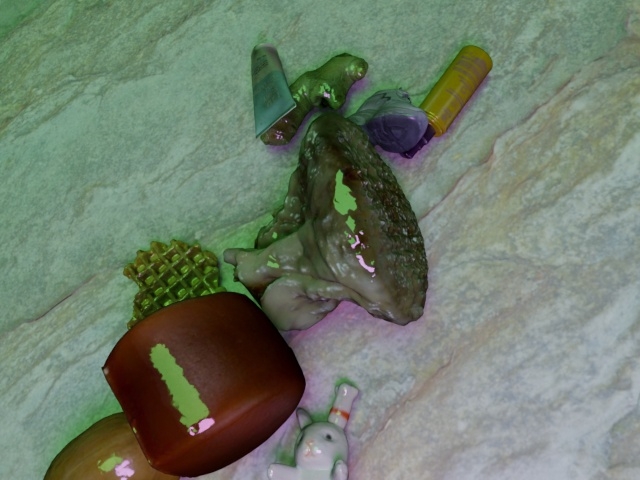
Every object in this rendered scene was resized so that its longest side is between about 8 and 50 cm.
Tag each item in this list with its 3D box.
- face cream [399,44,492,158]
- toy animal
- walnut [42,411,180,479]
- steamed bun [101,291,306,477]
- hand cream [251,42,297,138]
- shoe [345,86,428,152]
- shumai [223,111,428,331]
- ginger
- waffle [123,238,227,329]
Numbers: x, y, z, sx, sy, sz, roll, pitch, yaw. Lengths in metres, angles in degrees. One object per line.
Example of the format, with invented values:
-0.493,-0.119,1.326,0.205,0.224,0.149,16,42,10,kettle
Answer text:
0.254,-0.280,1.151,0.078,0.078,0.273,33,81,23,face cream
-0.006,0.378,0.934,0.141,0.138,0.282,-7,67,17,toy animal
-0.386,0.426,0.988,0.298,0.203,0.203,-33,65,6,walnut
-0.164,0.229,0.907,0.248,0.379,0.235,-33,69,-12,steamed bun
-0.116,-0.339,1.212,0.111,0.070,0.312,-35,38,19,hand cream
0.148,-0.256,1.121,0.137,0.095,0.245,-52,28,-13,shoe
0.000,0.000,1.005,0.323,0.324,0.397,-26,68,24,shumai
-0.019,-0.318,1.232,0.290,0.089,0.137,-30,66,2,ginger
-0.320,0.121,1.163,0.249,0.056,0.253,12,74,19,waffle
